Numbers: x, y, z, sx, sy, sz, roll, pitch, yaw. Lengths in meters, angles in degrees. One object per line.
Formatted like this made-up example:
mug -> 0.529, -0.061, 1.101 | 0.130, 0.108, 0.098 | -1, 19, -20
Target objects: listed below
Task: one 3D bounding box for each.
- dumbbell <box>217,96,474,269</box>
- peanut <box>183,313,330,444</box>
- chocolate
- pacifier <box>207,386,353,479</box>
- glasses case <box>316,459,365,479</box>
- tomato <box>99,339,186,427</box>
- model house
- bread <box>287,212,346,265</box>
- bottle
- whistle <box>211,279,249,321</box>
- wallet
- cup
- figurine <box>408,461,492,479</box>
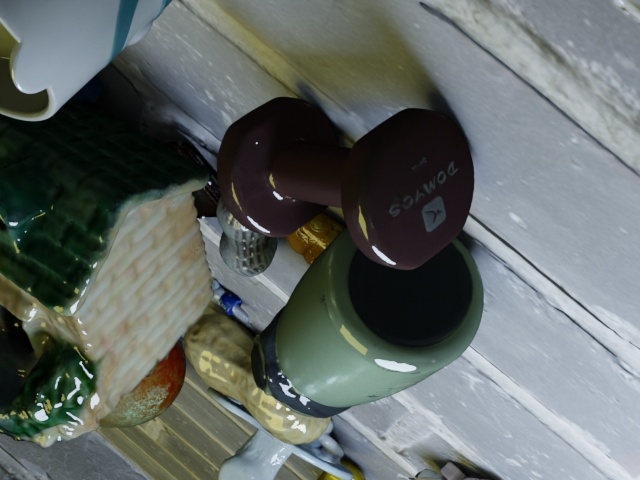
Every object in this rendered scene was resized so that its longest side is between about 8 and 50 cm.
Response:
dumbbell -> 0.019, -0.057, 1.028 | 0.225, 0.140, 0.124 | 14, 133, 50
peanut -> -0.102, 0.203, 1.716 | 0.274, 0.111, 0.125 | 32, 151, 20
chocolate -> -0.088, -0.011, 1.364 | 0.072, 0.072, 0.167 | 34, 156, 16
pacifier -> -0.082, 0.348, 1.831 | 0.279, 0.207, 0.227 | 29, 171, 28
glasses case -> 0.031, 0.433, 1.975 | 0.079, 0.064, 0.234 | 36, 156, 9
tomato -> -0.381, 0.223, 2.053 | 0.270, 0.222, 0.270 | 35, 160, 15
model house -> -0.386, -0.049, 1.342 | 0.445, 0.395, 0.400 | 33, 148, 22
bread -> 0.000, 0.000, 1.277 | 0.083, 0.046, 0.081 | 52, 153, -20
bottle -> 0.032, 0.100, 1.217 | 0.168, 0.168, 0.347 | 42, 152, 0
whistle -> -0.135, 0.090, 1.675 | 0.083, 0.029, 0.033 | 40, 142, 22
wallet -> -0.198, -0.074, 1.473 | 0.122, 0.031, 0.232 | 53, 154, -22
cup -> -0.246, -0.269, 0.910 | 0.290, 0.257, 0.219 | 45, 157, -9
figurine -> 0.203, 0.371, 1.549 | 0.137, 0.112, 0.229 | 60, 165, -20
